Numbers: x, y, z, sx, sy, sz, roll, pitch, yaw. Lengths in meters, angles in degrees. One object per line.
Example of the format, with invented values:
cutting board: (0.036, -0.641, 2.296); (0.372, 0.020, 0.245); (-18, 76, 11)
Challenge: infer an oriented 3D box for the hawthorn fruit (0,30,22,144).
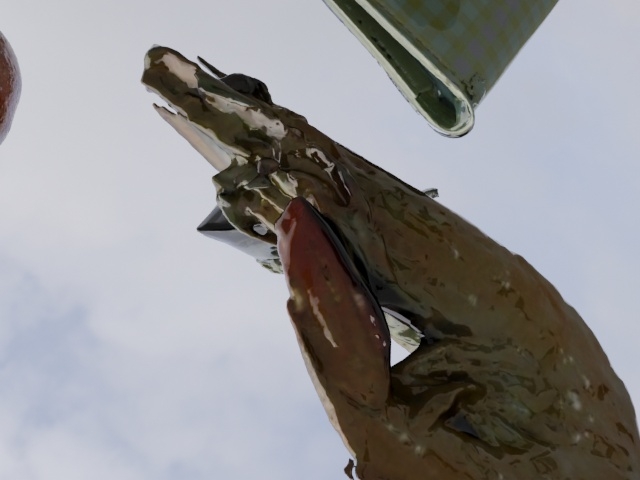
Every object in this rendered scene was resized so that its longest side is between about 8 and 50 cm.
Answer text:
hawthorn fruit: (-0.372, -0.157, 0.913); (0.173, 0.173, 0.173); (24, -135, -26)

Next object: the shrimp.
shrimp: (0.024, 0.032, 0.394); (0.287, 0.063, 0.152); (39, -135, -5)

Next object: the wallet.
wallet: (0.116, -0.255, 0.819); (0.223, 0.077, 0.309); (48, -128, -9)

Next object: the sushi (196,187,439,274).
sushi: (0.016, -0.011, 1.023); (0.134, 0.272, 0.109); (-56, -45, -44)
